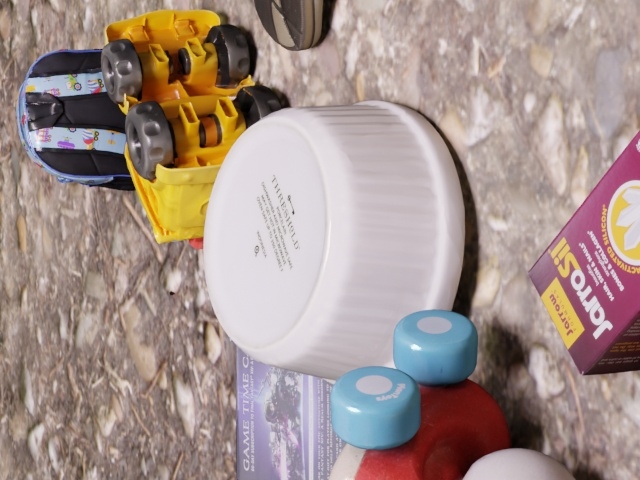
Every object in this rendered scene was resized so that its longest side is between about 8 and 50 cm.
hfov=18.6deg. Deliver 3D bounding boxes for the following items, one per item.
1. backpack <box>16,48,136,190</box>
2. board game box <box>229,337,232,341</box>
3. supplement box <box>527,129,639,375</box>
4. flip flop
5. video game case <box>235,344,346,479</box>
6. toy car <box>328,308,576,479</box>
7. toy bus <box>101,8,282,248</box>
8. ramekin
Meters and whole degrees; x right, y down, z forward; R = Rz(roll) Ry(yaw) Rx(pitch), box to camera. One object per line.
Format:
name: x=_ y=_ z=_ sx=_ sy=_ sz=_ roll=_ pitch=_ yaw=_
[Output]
backpack: x=-0.258 y=-0.131 z=2.135 sx=0.117 sy=0.173 sz=0.158 roll=-13 pitch=83 yaw=56
board game box: x=-0.062 y=0.045 z=1.961 sx=0.090 sy=0.020 sz=0.090 roll=-39 pitch=46 yaw=39
supplement box: x=0.250 y=0.006 z=1.467 sx=0.188 sy=0.081 sz=0.104 roll=-56 pitch=48 yaw=42
flip flop: x=-0.005 y=-0.306 z=1.842 sx=0.112 sy=0.080 sz=0.277 roll=44 pitch=142 yaw=40
video game case: x=-0.004 y=0.165 z=1.909 sx=0.274 sy=0.026 sz=0.196 roll=6 pitch=97 yaw=57
toy car: x=0.143 y=0.208 z=1.597 sx=0.238 sy=0.210 sz=0.219 roll=14 pitch=120 yaw=26
toy bus: x=-0.140 y=-0.099 z=2.011 sx=0.211 sy=0.149 sz=0.220 roll=103 pitch=149 yaw=-49
ramekin: x=0.000 y=0.000 z=1.773 sx=0.273 sy=0.127 sz=0.273 roll=-12 pitch=75 yaw=55
